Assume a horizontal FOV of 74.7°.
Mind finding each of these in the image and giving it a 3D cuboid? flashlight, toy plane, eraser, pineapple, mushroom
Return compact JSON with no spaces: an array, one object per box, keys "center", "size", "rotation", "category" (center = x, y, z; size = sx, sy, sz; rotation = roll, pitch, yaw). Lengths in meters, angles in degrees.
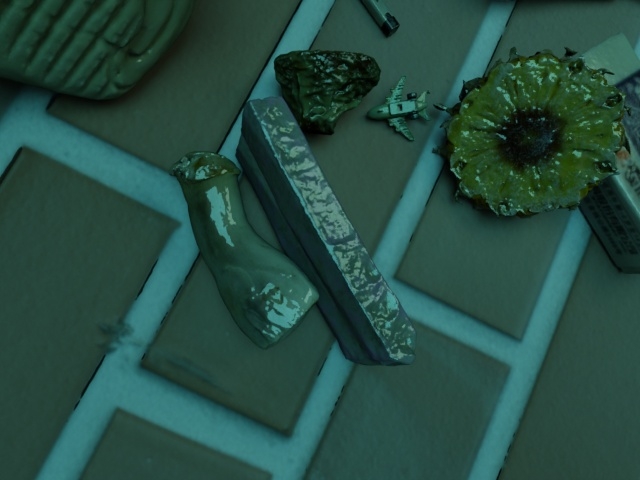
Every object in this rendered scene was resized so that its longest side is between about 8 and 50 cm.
[{"center":[0.070,-0.301,0.536],"size":[0.018,0.018,0.083],"rotation":[-36,91,-12],"category":"flashlight"},{"center":[0.099,-0.163,0.520],"size":[0.083,0.033,0.080],"rotation":[-11,100,-9],"category":"toy plane"},{"center":[0.385,-0.105,0.533],"size":[0.124,0.081,0.279],"rotation":[-31,90,-10],"category":"eraser"},{"center":[0.236,-0.121,0.487],"size":[0.221,0.047,0.221],"rotation":[5,104,19],"category":"pineapple"},{"center":[-0.088,0.004,0.451],"size":[0.081,0.092,0.223],"rotation":[-22,78,-46],"category":"mushroom"}]

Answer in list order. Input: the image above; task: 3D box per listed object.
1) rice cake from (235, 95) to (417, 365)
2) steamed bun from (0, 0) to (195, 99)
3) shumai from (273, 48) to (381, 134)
[{"center":[-0.001,-0.001,0.452],"size":[0.050,0.106,0.297],"rotation":[-29,88,-28],"category":"rice cake"},{"center":[-0.274,-0.322,0.345],"size":[0.342,0.368,0.255],"rotation":[-32,62,26],"category":"steamed bun"},{"center":[0.008,-0.166,0.483],"size":[0.124,0.099,0.087],"rotation":[-1,101,-7],"category":"shumai"}]
